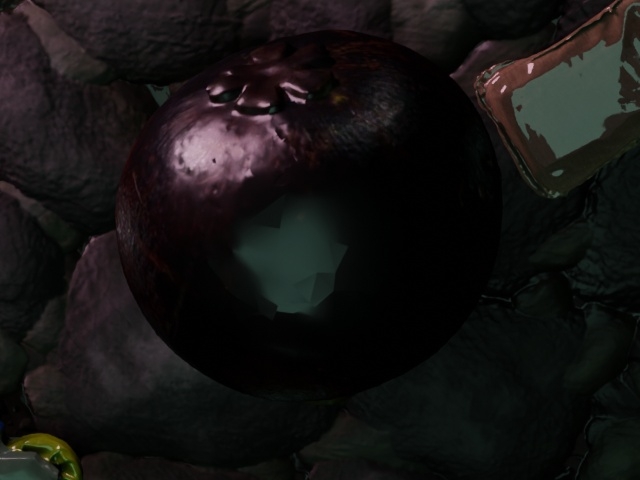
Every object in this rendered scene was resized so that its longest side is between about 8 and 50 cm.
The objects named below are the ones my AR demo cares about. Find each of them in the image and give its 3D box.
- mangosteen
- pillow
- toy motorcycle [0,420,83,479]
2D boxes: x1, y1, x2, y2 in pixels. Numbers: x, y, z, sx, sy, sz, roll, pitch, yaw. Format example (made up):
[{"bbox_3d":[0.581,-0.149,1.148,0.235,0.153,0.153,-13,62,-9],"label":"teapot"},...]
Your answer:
[{"bbox_3d":[-0.003,-0.010,1.023,0.330,0.330,0.330,1,109,4],"label":"mangosteen"},{"bbox_3d":[0.250,-0.134,1.097,0.211,0.034,0.135,-30,100,12],"label":"pillow"},{"bbox_3d":[-0.400,0.265,1.218,0.326,0.191,0.200,-41,98,0],"label":"toy motorcycle"}]
